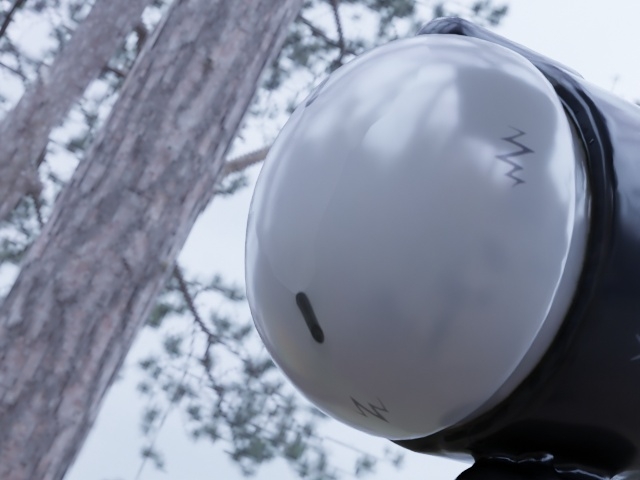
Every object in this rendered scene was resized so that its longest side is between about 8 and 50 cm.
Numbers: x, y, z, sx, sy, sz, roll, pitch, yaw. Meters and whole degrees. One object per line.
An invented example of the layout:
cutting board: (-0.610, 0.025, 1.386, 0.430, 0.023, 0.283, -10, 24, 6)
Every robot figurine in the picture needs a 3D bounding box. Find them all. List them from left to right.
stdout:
robot figurine: (0.099, 0.019, 0.488, 0.278, 0.173, 0.209, 18, 18, -32)
